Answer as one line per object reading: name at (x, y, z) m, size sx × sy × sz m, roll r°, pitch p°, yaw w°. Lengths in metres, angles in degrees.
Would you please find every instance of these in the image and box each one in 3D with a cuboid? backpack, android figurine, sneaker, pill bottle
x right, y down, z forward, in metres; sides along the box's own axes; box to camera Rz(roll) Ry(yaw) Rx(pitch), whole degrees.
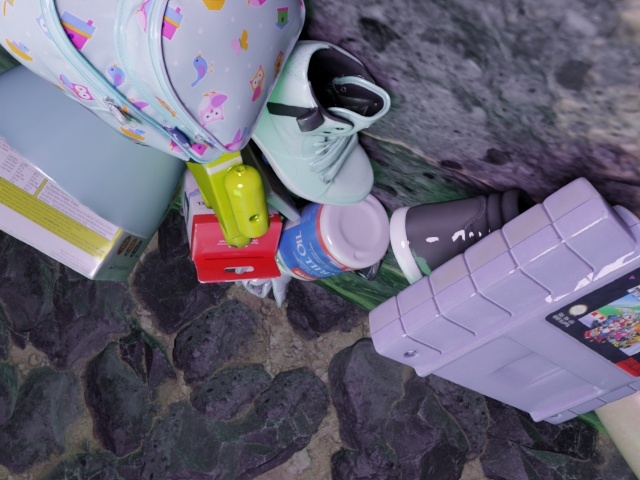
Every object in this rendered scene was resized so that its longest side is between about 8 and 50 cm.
backpack at (-0.110, -0.155, 0.353) m, size 0.144 × 0.165 × 0.188 m, roll 20°, pitch 171°, yaw 35°
android figurine at (-0.138, -0.117, 0.651) m, size 0.248 × 0.056 × 0.272 m, roll 54°, pitch 160°, yaw 36°
sneaker at (0.208, 0.059, 0.576) m, size 0.147 × 0.104 × 0.295 m, roll -15°, pitch 131°, yaw 35°
pill bottle at (0.000, 0.000, 0.846) m, size 0.124 × 0.124 × 0.221 m, roll 32°, pitch 154°, yaw -21°
sneaker at (0.017, -0.098, 0.524) m, size 0.151 × 0.094 × 0.256 m, roll 16°, pitch 166°, yaw 42°
sneaker at (-0.090, 0.041, 1.215) m, size 0.137 × 0.210 × 0.366 m, roll 26°, pitch 171°, yaw 14°

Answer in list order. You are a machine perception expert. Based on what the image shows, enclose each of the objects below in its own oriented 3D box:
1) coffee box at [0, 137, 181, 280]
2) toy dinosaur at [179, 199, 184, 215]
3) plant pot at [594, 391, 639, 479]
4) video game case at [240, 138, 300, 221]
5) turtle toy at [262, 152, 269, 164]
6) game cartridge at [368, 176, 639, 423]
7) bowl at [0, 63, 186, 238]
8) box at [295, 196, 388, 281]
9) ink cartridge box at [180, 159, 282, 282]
coffee box at (-0.548, -0.132, 1.225) m, size 0.338 × 0.334 × 0.337 m, roll 31°, pitch 171°, yaw -6°
toy dinosaur at (-0.210, -0.062, 1.295) m, size 0.200 × 0.127 × 0.295 m, roll 26°, pitch 175°, yaw 9°
plant pot at (0.536, 0.285, 0.730) m, size 0.274 × 0.256 × 0.256 m, roll 42°, pitch 174°, yaw 14°
video game case at (-0.082, -0.104, 0.727) m, size 0.143 × 0.019 × 0.157 m, roll 62°, pitch -175°, yaw 13°
turtle toy at (-0.034, -0.115, 0.657) m, size 0.095 × 0.066 × 0.130 m, roll 29°, pitch 171°, yaw -4°
game cartridge at (0.248, 0.094, 0.519) m, size 0.355 × 0.068 × 0.230 m, roll 28°, pitch 131°, yaw -35°
bowl at (-0.318, -0.165, 0.781) m, size 0.311 × 0.163 × 0.311 m, roll 44°, pitch 178°, yaw 2°
box at (0.035, -0.001, 1.036) m, size 0.147 × 0.077 × 0.180 m, roll 23°, pitch 169°, yaw 28°
ink cartridge box at (-0.144, -0.042, 0.836) m, size 0.134 × 0.078 × 0.231 m, roll -3°, pitch -137°, yaw -21°
